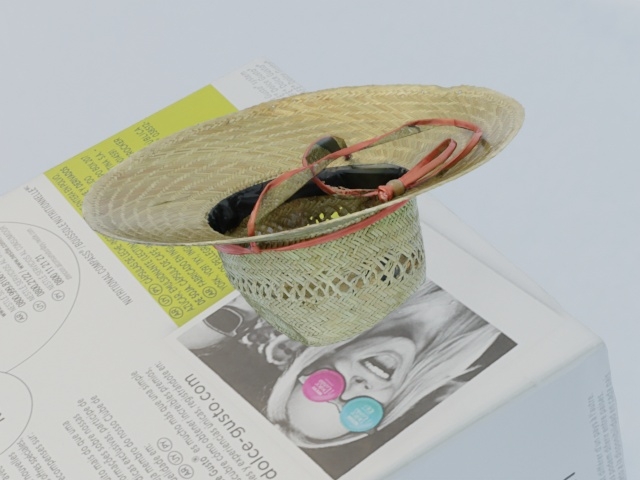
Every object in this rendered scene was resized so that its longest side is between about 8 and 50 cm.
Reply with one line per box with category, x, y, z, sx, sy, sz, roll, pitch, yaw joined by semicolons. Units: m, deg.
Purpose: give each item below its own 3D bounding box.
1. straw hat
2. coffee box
straw hat;0.000;0.000;0.598;0.144;0.144;0.061;-142;34;-65
coffee box;-0.052;0.162;1.070;0.338;0.334;0.337;44;158;44
